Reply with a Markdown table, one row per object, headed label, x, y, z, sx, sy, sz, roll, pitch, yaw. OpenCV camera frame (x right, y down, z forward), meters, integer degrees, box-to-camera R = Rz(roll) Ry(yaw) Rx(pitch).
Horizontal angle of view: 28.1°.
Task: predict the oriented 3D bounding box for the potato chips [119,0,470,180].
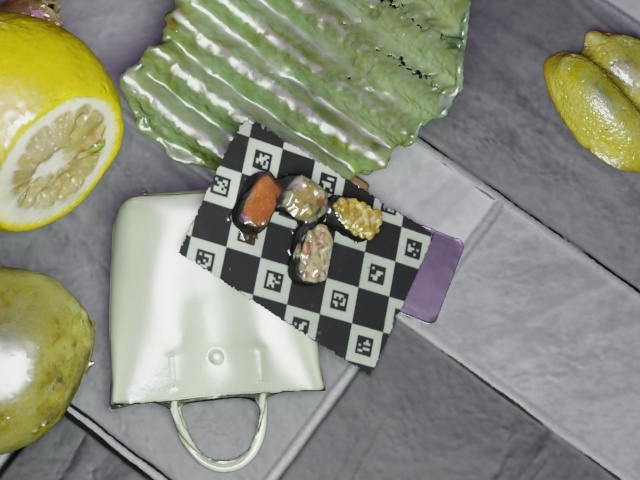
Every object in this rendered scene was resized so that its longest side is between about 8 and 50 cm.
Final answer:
| label | x | y | z | sx | sy | sz | roll | pitch | yaw |
| --- | --- | --- | --- | --- | --- | --- | --- | --- | --- |
| potato chips | -0.021 | -0.242 | 1.459 | 0.389 | 0.097 | 0.373 | 12 | 95 | 6 |

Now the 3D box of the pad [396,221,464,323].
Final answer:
| label | x | y | z | sx | sy | sz | roll | pitch | yaw |
| --- | --- | --- | --- | --- | --- | --- | --- | --- | --- |
| pad | 0.080 | 0.022 | 1.509 | 0.157 | 0.003 | 0.112 | 21 | 74 | 3 |

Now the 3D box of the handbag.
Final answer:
| label | x | y | z | sx | sy | sz | roll | pitch | yaw |
| --- | --- | --- | --- | --- | --- | --- | --- | --- | --- |
| handbag | -0.119 | 0.098 | 1.427 | 0.241 | 0.109 | 0.315 | -4 | 78 | -5 |

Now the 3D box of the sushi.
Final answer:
| label | x | y | z | sx | sy | sz | roll | pitch | yaw |
| --- | --- | --- | --- | --- | --- | --- | --- | --- | --- |
| sushi | 0.000 | 0.000 | 1.414 | 0.279 | 0.043 | 0.192 | 34 | 68 | -22 |

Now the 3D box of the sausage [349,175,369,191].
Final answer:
| label | x | y | z | sx | sy | sz | roll | pitch | yaw |
| --- | --- | --- | --- | --- | --- | --- | --- | --- | --- |
| sausage | 0.005 | -0.084 | 1.524 | 0.116 | 0.026 | 0.026 | 28 | 75 | 4 |

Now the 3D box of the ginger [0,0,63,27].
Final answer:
| label | x | y | z | sx | sy | sz | roll | pitch | yaw |
| --- | --- | --- | --- | --- | --- | --- | --- | --- | --- |
| ginger | -0.372 | -0.257 | 1.532 | 0.089 | 0.075 | 0.288 | 45 | 73 | 4 |

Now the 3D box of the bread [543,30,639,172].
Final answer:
| label | x | y | z | sx | sy | sz | roll | pitch | yaw |
| --- | --- | --- | --- | --- | --- | --- | --- | --- | --- |
| bread | 0.369 | -0.177 | 1.553 | 0.149 | 0.065 | 0.187 | -26 | 75 | -15 |

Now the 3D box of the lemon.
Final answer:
| label | x | y | z | sx | sy | sz | roll | pitch | yaw |
| --- | --- | --- | --- | --- | --- | --- | --- | --- | --- |
| lemon | -0.356 | -0.143 | 1.414 | 0.219 | 0.240 | 0.240 | 38 | 75 | 22 |

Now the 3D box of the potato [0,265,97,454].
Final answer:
| label | x | y | z | sx | sy | sz | roll | pitch | yaw |
| --- | --- | --- | --- | --- | --- | --- | --- | --- | --- |
| potato | -0.398 | 0.115 | 1.369 | 0.307 | 0.173 | 0.210 | 16 | 76 | 3 |
